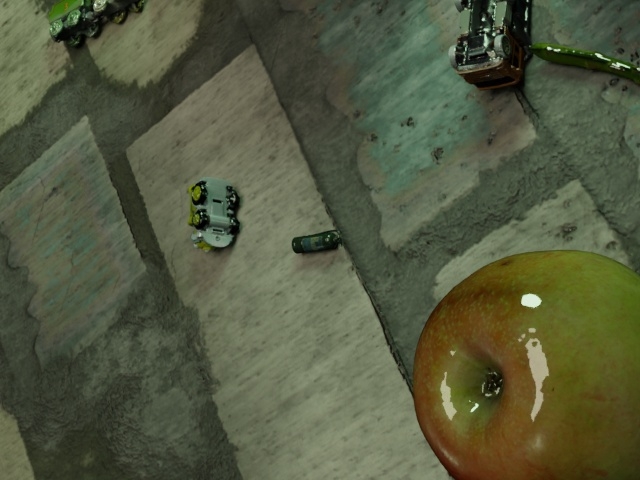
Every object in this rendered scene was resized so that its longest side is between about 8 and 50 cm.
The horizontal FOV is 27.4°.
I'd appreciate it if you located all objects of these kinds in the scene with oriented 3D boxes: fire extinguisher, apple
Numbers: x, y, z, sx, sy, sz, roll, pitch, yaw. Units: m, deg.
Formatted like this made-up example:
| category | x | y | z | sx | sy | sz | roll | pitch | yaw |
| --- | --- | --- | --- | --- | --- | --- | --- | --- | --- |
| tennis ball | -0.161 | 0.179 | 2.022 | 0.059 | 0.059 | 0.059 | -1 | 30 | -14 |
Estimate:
| category | x | y | z | sx | sy | sz | roll | pitch | yaw |
| --- | --- | --- | --- | --- | --- | --- | --- | --- | --- |
| fire extinguisher | 0.000 | 0.000 | 1.889 | 0.083 | 0.025 | 0.038 | -7 | 48 | 34 |
| apple | 0.254 | 0.159 | 1.494 | 0.319 | 0.277 | 0.319 | -12 | 70 | 34 |

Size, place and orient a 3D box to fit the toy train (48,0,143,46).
| category | x | y | z | sx | sy | sz | roll | pitch | yaw |
| --- | --- | --- | --- | --- | --- | --- | --- | --- | --- |
| toy train | -0.390 | -0.406 | 2.280 | 0.202 | 0.060 | 0.081 | -23 | 57 | 27 |

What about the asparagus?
| category | x | y | z | sx | sy | sz | roll | pitch | yaw |
| --- | --- | --- | --- | --- | --- | --- | --- | --- | --- |
| asparagus | 0.370 | -0.220 | 1.688 | 0.236 | 0.027 | 0.034 | 26 | 96 | 38 |

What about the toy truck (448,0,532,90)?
| category | x | y | z | sx | sy | sz | roll | pitch | yaw |
| --- | --- | --- | --- | --- | --- | --- | --- | --- | --- |
| toy truck | 0.235 | -0.297 | 1.775 | 0.083 | 0.092 | 0.192 | -8 | 63 | 33 |

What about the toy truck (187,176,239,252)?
| category | x | y | z | sx | sy | sz | roll | pitch | yaw |
| --- | --- | --- | --- | --- | --- | --- | --- | --- | --- |
| toy truck | -0.172 | -0.036 | 2.000 | 0.077 | 0.076 | 0.111 | -19 | 66 | 49 |
